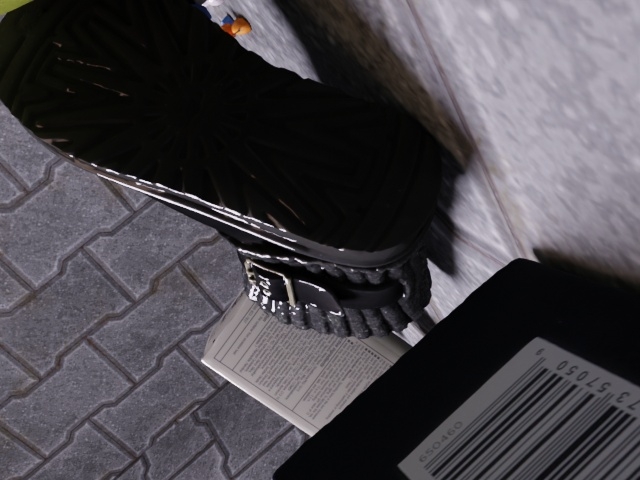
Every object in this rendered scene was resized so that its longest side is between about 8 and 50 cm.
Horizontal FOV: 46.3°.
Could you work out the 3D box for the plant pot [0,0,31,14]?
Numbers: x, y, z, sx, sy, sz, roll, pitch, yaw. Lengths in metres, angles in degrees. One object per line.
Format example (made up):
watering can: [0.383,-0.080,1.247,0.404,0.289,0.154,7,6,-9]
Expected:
plant pot: [-0.296,-0.236,0.390,0.366,0.353,0.366,49,173,8]

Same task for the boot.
boot: [-0.067,-0.043,0.589,0.348,0.131,0.260,30,168,12]

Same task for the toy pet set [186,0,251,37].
toy pet set: [-0.111,-0.198,0.594,0.122,0.065,0.114,54,172,-28]

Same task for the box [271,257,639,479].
box: [0.199,0.240,0.369,0.395,0.212,0.293,52,172,-18]

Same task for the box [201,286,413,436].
box: [0.027,0.160,0.903,0.311,0.148,0.121,37,-175,-8]
